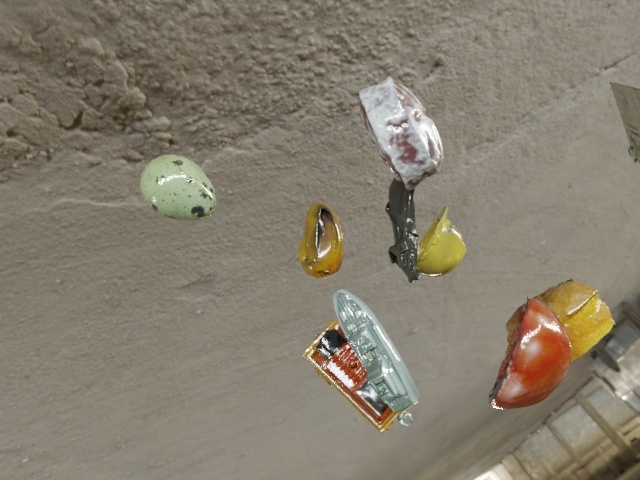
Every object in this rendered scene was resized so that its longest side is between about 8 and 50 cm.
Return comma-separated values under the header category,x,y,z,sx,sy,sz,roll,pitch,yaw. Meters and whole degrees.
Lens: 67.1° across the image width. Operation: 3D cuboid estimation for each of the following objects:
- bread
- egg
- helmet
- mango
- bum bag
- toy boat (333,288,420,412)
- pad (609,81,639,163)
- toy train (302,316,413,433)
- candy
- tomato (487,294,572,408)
category,x,y,z,sx,sy,sz,roll,pitch,yaw
bread,0.471,0.189,0.998,0.134,0.129,0.260,-39,167,-19
egg,-0.399,-0.143,1.368,0.177,0.228,0.177,-55,-178,3
helmet,0.403,0.029,1.598,0.257,0.140,0.205,-61,175,34
mango,0.000,0.000,1.534,0.156,0.248,0.151,-15,160,21
bum bag,0.238,-0.036,1.410,0.080,0.142,0.326,-7,98,-17
toy boat,0.098,0.209,0.940,0.078,0.260,0.085,-39,164,33
pad,0.518,-0.167,0.763,0.009,0.159,0.265,-22,-165,21
toy train,0.120,0.386,1.373,0.163,0.369,0.231,-45,163,-13
candy,0.212,-0.282,1.247,0.157,0.289,0.214,-27,-175,20
tomato,0.297,0.169,0.672,0.166,0.082,0.174,-67,158,-4
